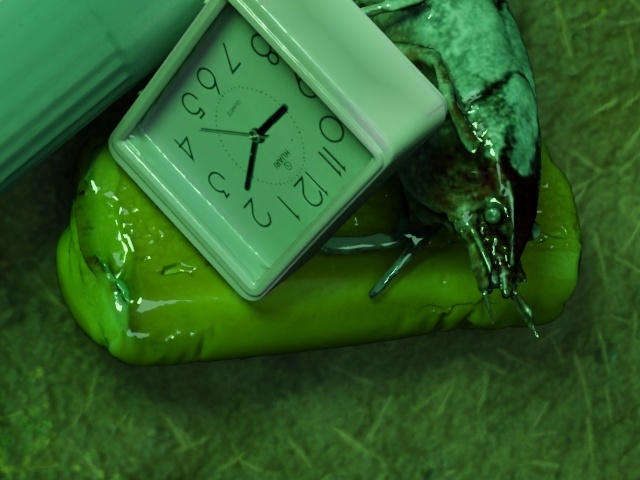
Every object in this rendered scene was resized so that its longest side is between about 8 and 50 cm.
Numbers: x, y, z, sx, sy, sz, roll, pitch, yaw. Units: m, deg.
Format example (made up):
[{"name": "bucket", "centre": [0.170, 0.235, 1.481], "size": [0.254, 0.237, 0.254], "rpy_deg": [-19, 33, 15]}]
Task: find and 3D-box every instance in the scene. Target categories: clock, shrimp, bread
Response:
[{"name": "clock", "centre": [-0.033, -0.070, 1.178], "size": [0.150, 0.197, 0.063], "rpy_deg": [47, 48, 3]}, {"name": "shrimp", "centre": [0.064, -0.127, 1.271], "size": [0.221, 0.166, 0.410], "rpy_deg": [15, 67, -46]}, {"name": "bread", "centre": [0.000, 0.000, 1.343], "size": [0.384, 0.112, 0.166], "rpy_deg": [-5, 71, -22]}]

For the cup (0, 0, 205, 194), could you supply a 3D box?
[{"name": "cup", "centre": [-0.236, -0.200, 1.183], "size": [0.311, 0.257, 0.331], "rpy_deg": [-43, 107, -10]}]
